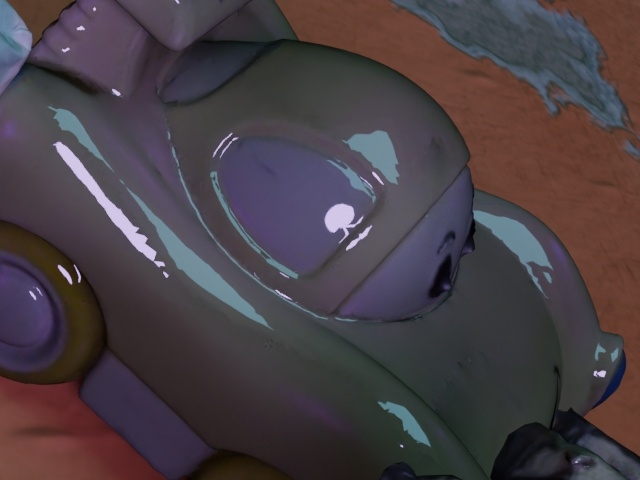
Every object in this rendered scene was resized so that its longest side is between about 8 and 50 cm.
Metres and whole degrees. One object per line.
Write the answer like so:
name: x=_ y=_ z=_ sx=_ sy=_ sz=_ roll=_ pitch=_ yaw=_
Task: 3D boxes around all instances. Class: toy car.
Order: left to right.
toy car: x=0.000 y=0.000 z=0.820 sx=0.336 sy=0.226 sz=0.242 roll=42 pitch=33 yaw=0

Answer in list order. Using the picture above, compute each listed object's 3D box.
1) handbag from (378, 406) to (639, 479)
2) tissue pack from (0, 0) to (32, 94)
handbag: x=0.105 y=0.258 z=0.493 sx=0.162 sy=0.325 sz=0.327 roll=-11 pitch=35 yaw=-24
tissue pack: x=-0.303 y=-0.049 z=0.586 sx=0.266 sy=0.194 sz=0.356 roll=42 pitch=34 yaw=-5
